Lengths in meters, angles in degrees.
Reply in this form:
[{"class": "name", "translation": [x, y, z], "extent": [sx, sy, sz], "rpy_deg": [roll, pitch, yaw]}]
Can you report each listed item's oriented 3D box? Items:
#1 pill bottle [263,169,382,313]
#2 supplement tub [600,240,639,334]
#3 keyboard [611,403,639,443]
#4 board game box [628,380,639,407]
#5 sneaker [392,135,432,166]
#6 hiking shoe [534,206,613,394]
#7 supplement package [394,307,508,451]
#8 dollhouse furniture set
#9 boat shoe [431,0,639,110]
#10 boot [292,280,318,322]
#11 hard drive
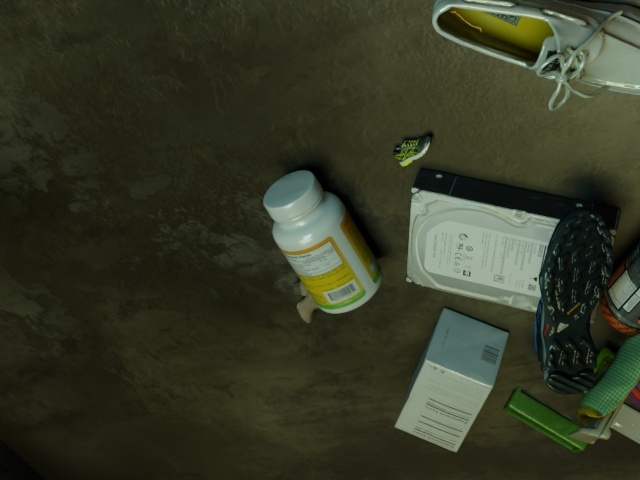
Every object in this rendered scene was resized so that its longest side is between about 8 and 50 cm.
[{"class": "pill bottle", "translation": [0.000, 0.000, 1.961], "extent": [0.136, 0.136, 0.245], "rpy_deg": [-9, 128, 32]}, {"class": "supplement tub", "translation": [0.537, 0.065, 1.786], "extent": [0.117, 0.117, 0.190], "rpy_deg": [25, 139, -1]}, {"class": "keyboard", "translation": [0.665, 0.389, 2.138], "extent": [0.256, 0.014, 0.072], "rpy_deg": [30, 133, -6]}, {"class": "board game box", "translation": [0.653, 0.210, 1.828], "extent": [0.208, 0.056, 0.346], "rpy_deg": [49, 142, 25]}, {"class": "sneaker", "translation": [0.149, -0.151, 1.814], "extent": [0.035, 0.031, 0.083], "rpy_deg": [39, 137, -14]}, {"class": "hiking shoe", "translation": [0.385, 0.088, 1.770], "extent": [0.113, 0.132, 0.304], "rpy_deg": [4, 105, -8]}, {"class": "supplement package", "translation": [0.248, 0.269, 2.117], "extent": [0.134, 0.139, 0.244], "rpy_deg": [22, 140, 5]}, {"class": "dollhouse furniture set", "translation": [0.435, 0.229, 1.866], "extent": [0.151, 0.197, 0.301], "rpy_deg": [31, 170, 10]}, {"class": "boat shoe", "translation": [0.324, -0.263, 1.521], "extent": [0.367, 0.156, 0.135], "rpy_deg": [23, 139, 3]}, {"class": "boot", "translation": [-0.003, 0.118, 2.155], "extent": [0.087, 0.042, 0.118], "rpy_deg": [0, 133, 22]}, {"class": "hard drive", "translation": [0.317, 0.013, 1.880], "extent": [0.339, 0.064, 0.237], "rpy_deg": [13, 137, 12]}]
